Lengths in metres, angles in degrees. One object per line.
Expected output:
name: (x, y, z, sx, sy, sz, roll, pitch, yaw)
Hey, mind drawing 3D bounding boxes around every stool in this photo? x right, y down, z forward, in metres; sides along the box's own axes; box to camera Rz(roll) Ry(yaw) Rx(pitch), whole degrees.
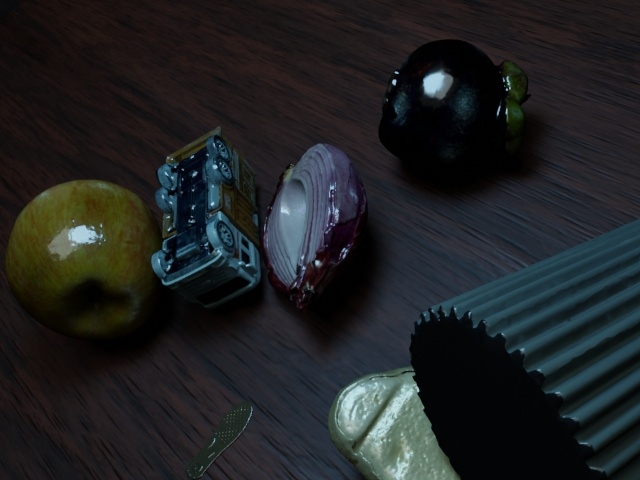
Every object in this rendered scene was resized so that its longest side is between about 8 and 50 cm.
stool: (0.312, 0.136, 0.799, 0.330, 0.297, 0.297, -25, 43, -20)

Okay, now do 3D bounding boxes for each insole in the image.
insole: (-0.147, 0.291, 1.112, 0.045, 0.002, 0.135, 28, 68, 40)

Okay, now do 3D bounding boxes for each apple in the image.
apple: (-0.377, 0.041, 1.258, 0.264, 0.264, 0.264, -13, 48, 15)

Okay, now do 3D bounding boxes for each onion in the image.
onion: (0.000, 0.000, 1.187, 0.227, 0.120, 0.283, -48, 33, 44)

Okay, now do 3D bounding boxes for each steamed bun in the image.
steamed bun: (0.118, 0.243, 0.949, 0.213, 0.110, 0.231, 23, 60, 13)

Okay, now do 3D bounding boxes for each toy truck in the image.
toy truck: (-0.180, -0.031, 1.287, 0.136, 0.162, 0.305, -27, 45, 20)

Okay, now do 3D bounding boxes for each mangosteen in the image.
mangosteen: (0.217, -0.213, 1.232, 0.243, 0.243, 0.243, -13, 48, 15)
